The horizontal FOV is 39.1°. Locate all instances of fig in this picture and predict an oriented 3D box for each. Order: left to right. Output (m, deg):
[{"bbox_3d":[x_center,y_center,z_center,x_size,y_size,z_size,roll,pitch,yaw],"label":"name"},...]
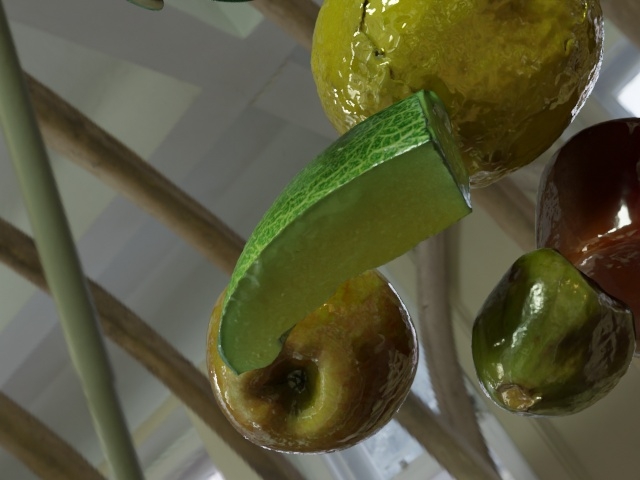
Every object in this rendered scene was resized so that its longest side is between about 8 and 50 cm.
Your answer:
[{"bbox_3d":[0.210,0.097,0.838,0.166,0.144,0.154,-42,-26,-34],"label":"fig"}]

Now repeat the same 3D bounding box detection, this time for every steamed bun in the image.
[{"bbox_3d":[0.426,0.022,1.176,0.379,0.235,0.248,27,-35,-32],"label":"steamed bun"}]

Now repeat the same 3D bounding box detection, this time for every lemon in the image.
[{"bbox_3d":[0.162,-0.227,1.108,0.350,0.349,0.387,-30,-4,-7],"label":"lemon"}]

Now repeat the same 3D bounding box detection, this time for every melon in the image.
[{"bbox_3d":[0.000,0.000,0.842,0.323,0.124,0.196,-40,4,20],"label":"melon"}]

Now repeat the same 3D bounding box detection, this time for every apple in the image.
[{"bbox_3d":[-0.015,0.137,1.091,0.264,0.264,0.264,-26,-29,-16],"label":"apple"}]

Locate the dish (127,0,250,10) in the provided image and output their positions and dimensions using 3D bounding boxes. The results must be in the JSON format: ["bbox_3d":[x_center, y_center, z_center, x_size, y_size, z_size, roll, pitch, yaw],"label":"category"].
[{"bbox_3d":[-0.123,-0.259,0.696,0.224,0.246,0.078,22,-60,-8],"label":"dish"}]
